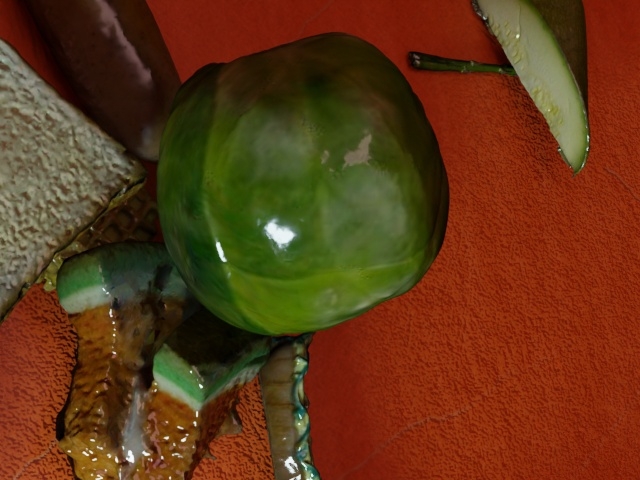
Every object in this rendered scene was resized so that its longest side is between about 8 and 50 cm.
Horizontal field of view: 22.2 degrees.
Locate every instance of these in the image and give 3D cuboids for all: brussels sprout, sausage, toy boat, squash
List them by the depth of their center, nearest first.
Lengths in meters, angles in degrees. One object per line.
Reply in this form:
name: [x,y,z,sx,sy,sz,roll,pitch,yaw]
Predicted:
brussels sprout: [-0.032,-0.059,1.639,0.281,0.354,0.289,-29,125,-10]
sausage: [-0.278,-0.311,1.782,0.136,0.123,0.500,-20,86,-61]
toy boat: [-0.009,0.245,1.786,0.099,0.108,0.292,-16,89,-3]
squash: [0.277,-0.222,2.052,0.169,0.093,0.252,18,55,-20]

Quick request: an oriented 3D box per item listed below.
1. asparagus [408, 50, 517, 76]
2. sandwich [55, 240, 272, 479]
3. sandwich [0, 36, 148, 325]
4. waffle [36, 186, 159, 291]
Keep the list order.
asparagus: [0.214,-0.222,2.090,0.233,0.023,0.022,2,105,-28]
sandwich: [-0.159,0.148,1.682,0.250,0.162,0.301,22,72,-38]
sandwich: [-0.346,-0.053,1.592,0.249,0.095,0.273,46,58,-9]
waffle: [-0.260,-0.025,1.755,0.191,0.038,0.191,8,74,-29]
